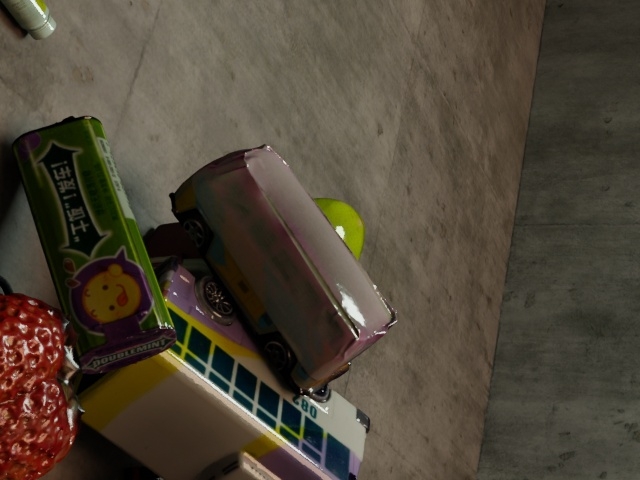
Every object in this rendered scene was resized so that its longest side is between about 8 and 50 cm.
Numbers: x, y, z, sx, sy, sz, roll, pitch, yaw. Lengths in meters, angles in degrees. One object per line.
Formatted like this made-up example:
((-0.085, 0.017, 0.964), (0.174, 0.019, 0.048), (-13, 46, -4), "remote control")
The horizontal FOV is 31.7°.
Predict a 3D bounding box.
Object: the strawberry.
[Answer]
((-0.425, 0.191, 1.333), (0.288, 0.238, 0.250), (-36, 117, -49), "strawberry")

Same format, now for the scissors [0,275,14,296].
((-0.442, 0.196, 1.529), (0.109, 0.022, 0.300), (-22, 110, -58), "scissors")

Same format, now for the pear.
((0.000, 0.000, 2.243), (0.219, 0.187, 0.188), (-26, 113, -61), "pear")

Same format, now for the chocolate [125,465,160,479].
((-0.291, 0.457, 1.824), (0.086, 0.028, 0.183), (8, 81, -56), "chocolate")

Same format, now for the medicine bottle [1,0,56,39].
((-0.409, -0.324, 1.574), (0.083, 0.047, 0.047), (56, 41, -47), "medicine bottle")

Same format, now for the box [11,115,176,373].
((-0.308, 0.000, 1.515), (0.097, 0.134, 0.346), (98, -29, -63), "box")

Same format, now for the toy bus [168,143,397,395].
((-0.053, 0.027, 1.710), (0.386, 0.162, 0.171), (55, 27, 7), "toy bus")

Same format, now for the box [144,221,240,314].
((-0.195, 0.108, 1.859), (0.167, 0.193, 0.294), (-69, 147, -52), "box")

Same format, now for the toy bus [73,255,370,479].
((-0.139, 0.263, 1.688), (0.440, 0.209, 0.249), (42, 28, -22), "toy bus")
